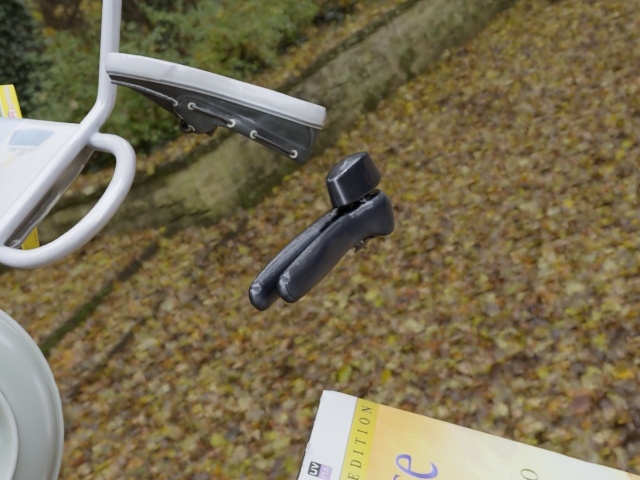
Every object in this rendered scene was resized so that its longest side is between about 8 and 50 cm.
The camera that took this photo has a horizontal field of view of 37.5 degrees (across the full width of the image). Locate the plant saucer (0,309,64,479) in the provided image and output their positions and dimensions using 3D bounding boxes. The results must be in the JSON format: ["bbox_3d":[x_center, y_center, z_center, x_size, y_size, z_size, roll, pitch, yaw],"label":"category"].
[{"bbox_3d":[-0.472,0.245,1.102,0.101,0.400,0.400,-7,25,49],"label":"plant saucer"}]

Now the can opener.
[{"bbox_3d":[0.000,0.000,0.707,0.059,0.073,0.186,-26,14,40],"label":"can opener"}]

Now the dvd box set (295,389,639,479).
[{"bbox_3d":[0.173,0.223,0.445,0.421,0.062,0.307,15,23,4],"label":"dvd box set"}]

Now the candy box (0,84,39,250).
[{"bbox_3d":[-0.403,-0.092,1.258,0.027,0.205,0.105,-9,44,-18],"label":"candy box"}]

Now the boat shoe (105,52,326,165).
[{"bbox_3d":[-0.068,-0.083,0.590,0.142,0.040,0.049,15,6,-5],"label":"boat shoe"}]

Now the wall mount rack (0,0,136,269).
[{"bbox_3d":[-0.249,-0.114,0.685,0.350,0.130,0.304,12,61,44],"label":"wall mount rack"}]
